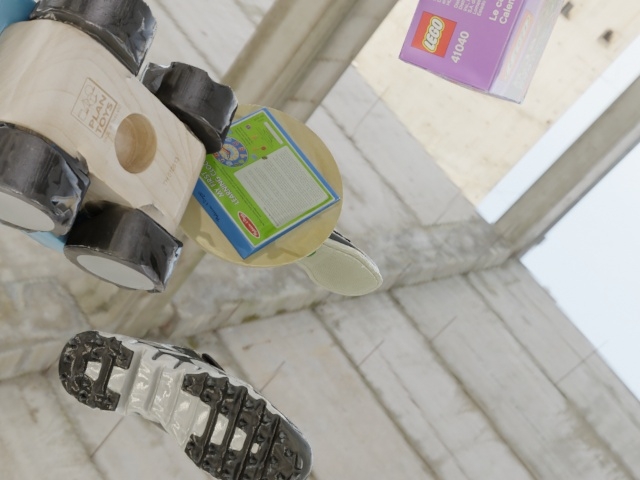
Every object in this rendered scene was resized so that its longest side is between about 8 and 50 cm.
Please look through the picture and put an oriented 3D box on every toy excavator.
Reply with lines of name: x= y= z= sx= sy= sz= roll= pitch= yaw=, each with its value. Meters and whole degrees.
toy excavator: x=-0.375 y=-0.138 z=0.871 sx=0.433 sy=0.445 sz=0.222 roll=44 pitch=-123 yaw=-52

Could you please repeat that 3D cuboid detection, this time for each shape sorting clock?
shape sorting clock: x=-0.075 y=-0.063 z=1.005 sx=0.206 sy=0.040 sz=0.206 roll=9 pitch=-120 yaw=-16

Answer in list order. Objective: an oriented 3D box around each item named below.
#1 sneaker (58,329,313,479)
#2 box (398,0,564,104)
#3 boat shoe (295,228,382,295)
sneaker: x=-0.099 y=0.134 z=0.749 sx=0.234 sy=0.078 sz=0.106 roll=21 pitch=-176 yaw=22
box: x=0.142 y=-0.228 z=0.527 sx=0.057 sy=0.293 sz=0.201 roll=23 pitch=-167 yaw=14
boat shoe: x=0.000 y=0.000 z=1.151 sx=0.233 sy=0.084 sz=0.079 roll=34 pitch=-141 yaw=-37
